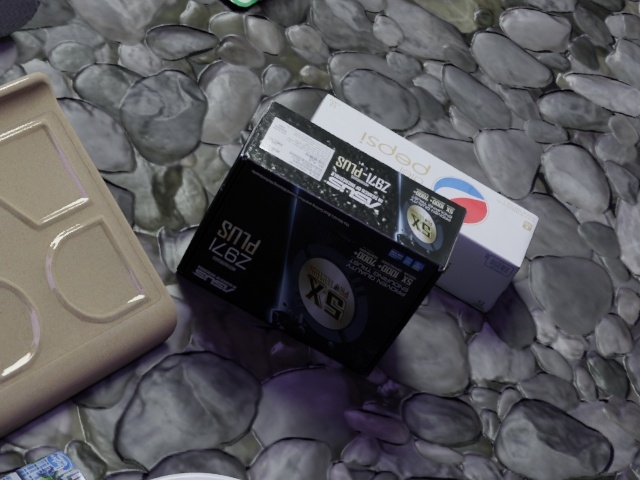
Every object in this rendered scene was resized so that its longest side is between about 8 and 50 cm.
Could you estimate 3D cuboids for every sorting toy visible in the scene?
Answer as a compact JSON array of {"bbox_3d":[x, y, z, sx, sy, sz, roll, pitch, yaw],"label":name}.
[{"bbox_3d":[-0.261,0.028,1.351,0.307,0.041,0.229,-30,94,-43],"label":"sorting toy"}]

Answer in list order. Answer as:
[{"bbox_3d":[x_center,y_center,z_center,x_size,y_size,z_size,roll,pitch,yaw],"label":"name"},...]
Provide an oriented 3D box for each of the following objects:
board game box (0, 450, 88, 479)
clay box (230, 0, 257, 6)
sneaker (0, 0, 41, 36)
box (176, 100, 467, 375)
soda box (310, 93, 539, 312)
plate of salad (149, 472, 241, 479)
[{"bbox_3d":[-0.204,0.242,1.195,0.194,0.060,0.194,-25,60,-26],"label":"board game box"},{"bbox_3d":[-0.054,-0.314,1.807,0.127,0.053,0.222,39,43,8],"label":"clay box"},{"bbox_3d":[-0.367,-0.249,1.545,0.268,0.101,0.153,5,49,-34],"label":"sneaker"},{"bbox_3d":[0.000,0.000,1.488,0.180,0.147,0.077,30,44,-4],"label":"box"},{"bbox_3d":[0.074,-0.032,1.615,0.216,0.069,0.074,31,44,-2],"label":"soda box"},{"bbox_3d":[-0.077,0.253,1.290,0.200,0.048,0.200,9,55,-13],"label":"plate of salad"}]
